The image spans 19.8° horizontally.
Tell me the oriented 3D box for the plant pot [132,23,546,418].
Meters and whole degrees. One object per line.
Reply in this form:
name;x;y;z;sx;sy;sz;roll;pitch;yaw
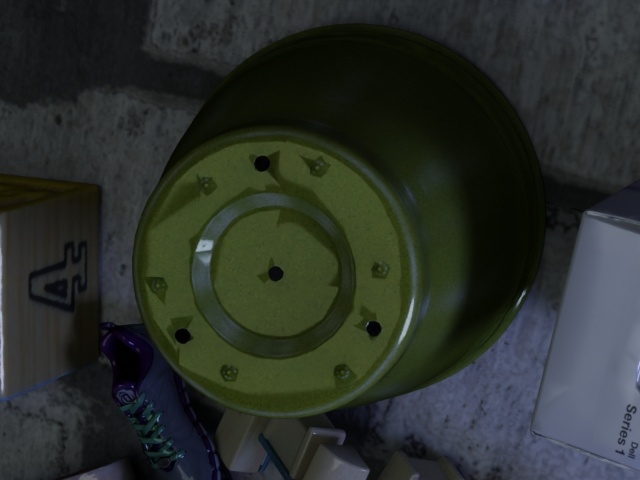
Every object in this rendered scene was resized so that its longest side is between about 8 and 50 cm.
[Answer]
plant pot;0.000;0.000;1.606;0.366;0.353;0.366;2;99;11

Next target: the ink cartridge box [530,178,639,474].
ink cartridge box;0.292;0.058;1.560;0.117;0.278;0.201;18;107;21

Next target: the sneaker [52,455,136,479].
sneaker;-0.318;0.335;2.005;0.302;0.108;0.121;-22;86;26

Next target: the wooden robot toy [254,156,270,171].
wooden robot toy;-0.115;-0.038;1.856;0.079;0.076;0.173;46;116;23

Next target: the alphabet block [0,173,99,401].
alphabet block;-0.355;0.042;1.916;0.192;0.193;0.197;5;103;23

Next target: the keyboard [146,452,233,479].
keyboard;-0.168;0.304;1.922;0.180;0.023;0.108;-22;91;-6

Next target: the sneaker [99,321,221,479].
sneaker;-0.176;0.189;1.880;0.083;0.098;0.223;-31;68;28

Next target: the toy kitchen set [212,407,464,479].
toy kitchen set;0.017;0.223;1.849;0.207;0.166;0.122;51;123;50
